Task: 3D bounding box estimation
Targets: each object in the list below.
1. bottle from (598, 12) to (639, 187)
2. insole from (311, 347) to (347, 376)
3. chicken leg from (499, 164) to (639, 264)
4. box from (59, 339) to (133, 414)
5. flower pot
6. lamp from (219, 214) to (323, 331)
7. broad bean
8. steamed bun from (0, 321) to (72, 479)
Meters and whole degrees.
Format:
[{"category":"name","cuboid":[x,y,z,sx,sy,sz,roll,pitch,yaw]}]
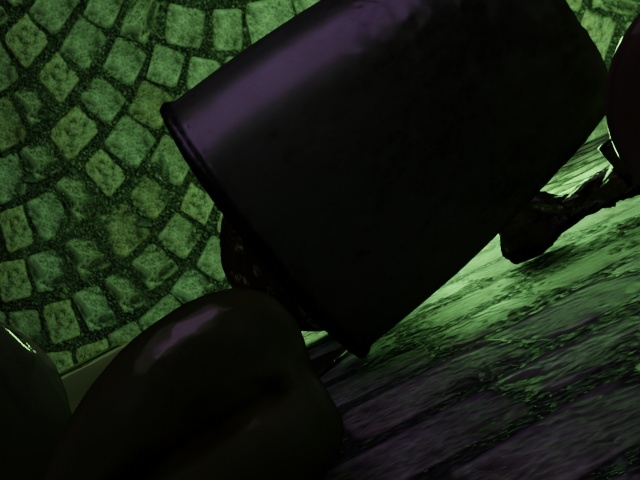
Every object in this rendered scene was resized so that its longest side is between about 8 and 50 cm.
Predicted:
[{"category":"bottle","cuboid":[0.306,-0.110,0.833,0.206,0.173,0.297,-40,-3,22]},{"category":"insole","cuboid":[-0.065,0.155,0.932,0.111,0.007,0.328,-23,3,31]},{"category":"chicken leg","cuboid":[0.308,-0.067,1.041,0.304,0.093,0.113,-30,13,6]},{"category":"box","cuboid":[-0.302,0.207,1.363,0.168,0.095,0.212,-29,2,-19]},{"category":"flower pot","cuboid":[0.067,-0.106,0.962,0.330,0.293,0.293,-40,1,2]},{"category":"lamp","cuboid":[0.000,0.000,1.218,0.247,0.247,0.247,-26,2,1]},{"category":"broad bean","cuboid":[-0.083,0.128,0.620,0.189,0.121,0.263,-32,-10,-27]},{"category":"steamed bun","cuboid":[-0.347,0.132,0.714,0.339,0.247,0.352,-28,-27,21]}]
